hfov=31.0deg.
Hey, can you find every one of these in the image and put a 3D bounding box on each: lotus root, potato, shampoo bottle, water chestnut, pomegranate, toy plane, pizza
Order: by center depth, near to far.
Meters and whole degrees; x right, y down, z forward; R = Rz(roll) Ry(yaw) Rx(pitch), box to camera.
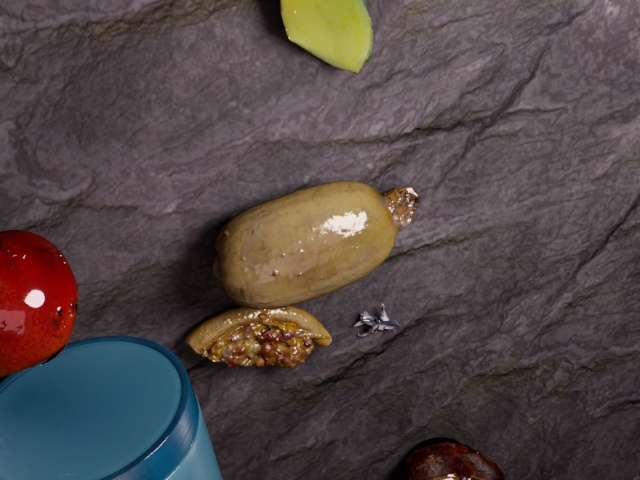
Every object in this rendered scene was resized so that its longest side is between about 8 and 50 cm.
[{"bbox_3d":[-0.449,0.088,1.602,0.235,0.210,0.210,-15,135,37],"label":"pomegranate"},{"bbox_3d":[0.005,-0.320,1.631,0.119,0.054,0.198,-45,129,7],"label":"potato"},{"bbox_3d":[-0.315,0.379,1.736,0.331,0.331,0.342,-20,124,-10],"label":"shampoo bottle"},{"bbox_3d":[0.000,0.000,1.752,0.343,0.151,0.169,-18,124,-8],"label":"lotus root"},{"bbox_3d":[-0.095,0.158,1.862,0.246,0.058,0.127,12,114,-25],"label":"pizza"},{"bbox_3d":[0.099,0.139,1.948,0.083,0.031,0.078,16,127,-26],"label":"toy plane"},{"bbox_3d":[0.234,0.480,2.083,0.224,0.238,0.223,-7,128,-8],"label":"water chestnut"}]
